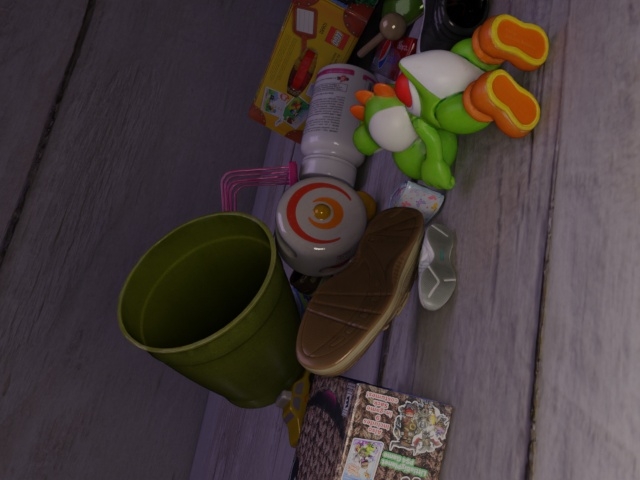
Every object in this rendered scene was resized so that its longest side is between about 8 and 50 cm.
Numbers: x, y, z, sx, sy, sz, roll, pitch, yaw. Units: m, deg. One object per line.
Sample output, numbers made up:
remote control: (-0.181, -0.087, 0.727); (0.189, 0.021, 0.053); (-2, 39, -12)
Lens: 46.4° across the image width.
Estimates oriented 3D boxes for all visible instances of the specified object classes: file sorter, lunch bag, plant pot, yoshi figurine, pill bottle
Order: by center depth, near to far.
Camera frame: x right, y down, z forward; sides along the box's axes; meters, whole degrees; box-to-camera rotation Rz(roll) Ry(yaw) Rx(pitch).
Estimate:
yoshi figurine: (0.199, -0.188, 1.141); (0.362, 0.203, 0.203); (-15, 99, 59)
lunch bag: (0.161, -0.068, 1.255); (0.083, 0.071, 0.053); (124, 162, -60)
plant pot: (-0.195, 0.186, 1.659); (0.353, 0.366, 0.366); (60, -155, -43)
pill bottle: (0.041, -0.266, 1.805); (0.160, 0.160, 0.283); (144, 141, -70)
file sorter: (-0.142, -0.069, 1.866); (0.290, 0.182, 0.202); (105, 161, -86)

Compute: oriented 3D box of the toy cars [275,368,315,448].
toy cars: (-0.017, 0.250, 1.588); (0.176, 0.087, 0.393); (-132, 59, -75)

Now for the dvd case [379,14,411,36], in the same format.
dvd case: (0.195, -0.564, 1.813); (0.238, 0.030, 0.179); (-92, 22, -53)

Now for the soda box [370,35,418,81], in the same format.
soda box: (0.177, -0.365, 1.521); (0.263, 0.083, 0.092); (-114, 42, -70)

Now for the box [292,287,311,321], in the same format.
box: (-0.034, 0.148, 1.817); (0.109, 0.042, 0.178); (-115, 37, -45)

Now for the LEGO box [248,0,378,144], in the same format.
LEGO box: (0.008, -0.578, 2.092); (0.500, 0.193, 0.372); (-57, 8, 53)

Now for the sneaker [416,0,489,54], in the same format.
sneaker: (0.243, -0.456, 1.331); (0.147, 0.105, 0.295); (143, 135, -67)

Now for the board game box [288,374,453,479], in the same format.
board game box: (0.050, 0.349, 1.060); (0.232, 0.141, 0.291); (157, 128, -74)

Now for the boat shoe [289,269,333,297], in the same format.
boat shoe: (0.005, 0.001, 1.703); (0.095, 0.095, 0.257); (11, 79, 52)

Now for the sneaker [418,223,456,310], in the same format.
sneaker: (0.173, 0.048, 1.127); (0.061, 0.054, 0.152); (107, 177, -50)

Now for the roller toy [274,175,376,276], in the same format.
roller toy: (0.002, -0.031, 1.578); (0.146, 0.209, 0.191); (99, -173, -64)

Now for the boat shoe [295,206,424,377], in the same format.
boat shoe: (0.081, 0.091, 1.148); (0.341, 0.122, 0.110); (-52, -40, -36)

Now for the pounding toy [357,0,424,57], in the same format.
pounding toy: (0.155, -0.498, 1.502); (0.237, 0.110, 0.183); (-49, 19, -16)
